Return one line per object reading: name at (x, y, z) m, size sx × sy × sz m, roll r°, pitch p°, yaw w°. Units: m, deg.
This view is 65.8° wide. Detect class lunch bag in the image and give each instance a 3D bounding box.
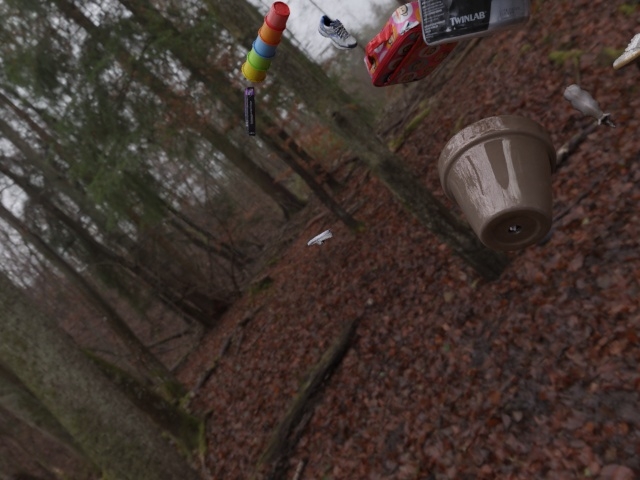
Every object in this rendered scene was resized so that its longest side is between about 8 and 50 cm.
lunch bag at (0.257, -0.577, 1.462) m, size 0.258 × 0.120 × 0.293 m, roll -14°, pitch -11°, yaw -19°

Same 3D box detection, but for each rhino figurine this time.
rhino figurine at (1.027, -0.507, 1.889) m, size 0.073 × 0.243 × 0.106 m, roll -47°, pitch -26°, yaw 23°

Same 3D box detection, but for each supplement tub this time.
supplement tub at (0.258, -0.524, 0.870) m, size 0.193 × 0.316 × 0.194 m, roll -10°, pitch 17°, yaw 3°

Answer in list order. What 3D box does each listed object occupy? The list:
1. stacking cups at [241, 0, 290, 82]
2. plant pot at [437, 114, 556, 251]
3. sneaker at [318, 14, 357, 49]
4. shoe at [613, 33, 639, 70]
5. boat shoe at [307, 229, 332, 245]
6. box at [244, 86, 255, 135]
stacking cups at (-0.187, -0.685, 1.700) m, size 0.096 × 0.096 × 0.316 m, roll -50°, pitch 1°, yaw -34°
plant pot at (0.406, -0.106, 1.105) m, size 0.263 × 0.262 × 0.229 m, roll -46°, pitch 31°, yaw 43°
sneaker at (0.047, -0.585, 1.389) m, size 0.052 × 0.135 × 0.058 m, roll -47°, pitch -16°, yaw -21°
shoe at (0.862, -0.528, 1.281) m, size 0.076 × 0.058 × 0.219 m, roll -13°, pitch -18°, yaw -46°
boat shoe at (0.000, 0.000, 1.710) m, size 0.100 × 0.035 × 0.035 m, roll -31°, pitch -5°, yaw 25°
box at (-0.245, -0.444, 1.711) m, size 0.116 × 0.029 × 0.162 m, roll -134°, pitch 42°, yaw -72°
